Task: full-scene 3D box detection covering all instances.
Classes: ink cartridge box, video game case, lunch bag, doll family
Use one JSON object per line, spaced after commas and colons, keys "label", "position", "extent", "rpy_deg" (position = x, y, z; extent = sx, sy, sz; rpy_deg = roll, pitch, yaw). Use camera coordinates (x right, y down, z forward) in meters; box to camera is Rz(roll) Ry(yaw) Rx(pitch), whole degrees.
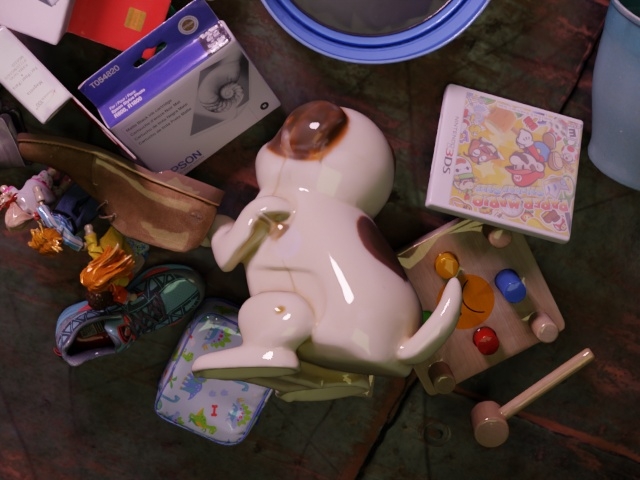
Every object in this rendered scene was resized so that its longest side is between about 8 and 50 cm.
{"label": "ink cartridge box", "position": [-0.198, -0.208, 1.542], "extent": [0.223, 0.045, 0.224], "rpy_deg": [-36, 140, 4]}
{"label": "video game case", "position": [0.284, -0.118, 1.622], "extent": [0.227, 0.026, 0.206], "rpy_deg": [15, 70, -9]}
{"label": "ink cartridge box", "position": [-0.375, -0.192, 1.483], "extent": [0.060, 0.275, 0.239], "rpy_deg": [-44, 108, -5]}
{"label": "lunch bag", "position": [-0.159, 0.217, 1.738], "extent": [0.176, 0.090, 0.219], "rpy_deg": [24, 106, -10]}
{"label": "ink cartridge box", "position": [-0.309, -0.399, 1.394], "extent": [0.261, 0.066, 0.296], "rpy_deg": [19, 117, -9]}
{"label": "doll family", "position": [-0.351, -0.011, 1.576], "extent": [0.263, 0.163, 0.118], "rpy_deg": [45, 132, -13]}

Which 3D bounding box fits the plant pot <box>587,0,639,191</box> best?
{"label": "plant pot", "position": [0.519, -0.212, 1.556], "extent": [0.272, 0.271, 0.255], "rpy_deg": [8, 123, -6]}

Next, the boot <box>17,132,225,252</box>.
{"label": "boot", "position": [-0.300, -0.071, 1.522], "extent": [0.305, 0.112, 0.115], "rpy_deg": [20, 91, -2]}

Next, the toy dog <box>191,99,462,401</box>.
{"label": "toy dog", "position": [0.000, 0.000, 1.541], "extent": [0.395, 0.407, 0.285], "rpy_deg": [-17, 156, 40]}

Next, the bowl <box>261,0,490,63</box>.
{"label": "bowl", "position": [0.080, -0.451, 1.523], "extent": [0.391, 0.077, 0.391], "rpy_deg": [-2, 111, -5]}

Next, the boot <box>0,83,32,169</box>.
{"label": "boot", "position": [-0.535, -0.087, 1.602], "extent": [0.223, 0.118, 0.338], "rpy_deg": [-19, 118, -8]}

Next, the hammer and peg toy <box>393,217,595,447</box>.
{"label": "hammer and peg toy", "position": [0.262, 0.134, 1.718], "extent": [0.266, 0.127, 0.361], "rpy_deg": [-28, 109, 4]}

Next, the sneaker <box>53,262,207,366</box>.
{"label": "sneaker", "position": [-0.296, 0.131, 1.680], "extent": [0.262, 0.125, 0.104], "rpy_deg": [-25, 114, 6]}

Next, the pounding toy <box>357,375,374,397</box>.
{"label": "pounding toy", "position": [0.020, 0.202, 1.753], "extent": [0.130, 0.100, 0.141], "rpy_deg": [6, 98, -6]}

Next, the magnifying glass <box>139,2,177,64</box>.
{"label": "magnifying glass", "position": [-0.238, -0.264, 1.602], "extent": [0.092, 0.026, 0.230], "rpy_deg": [-17, 108, 2]}
